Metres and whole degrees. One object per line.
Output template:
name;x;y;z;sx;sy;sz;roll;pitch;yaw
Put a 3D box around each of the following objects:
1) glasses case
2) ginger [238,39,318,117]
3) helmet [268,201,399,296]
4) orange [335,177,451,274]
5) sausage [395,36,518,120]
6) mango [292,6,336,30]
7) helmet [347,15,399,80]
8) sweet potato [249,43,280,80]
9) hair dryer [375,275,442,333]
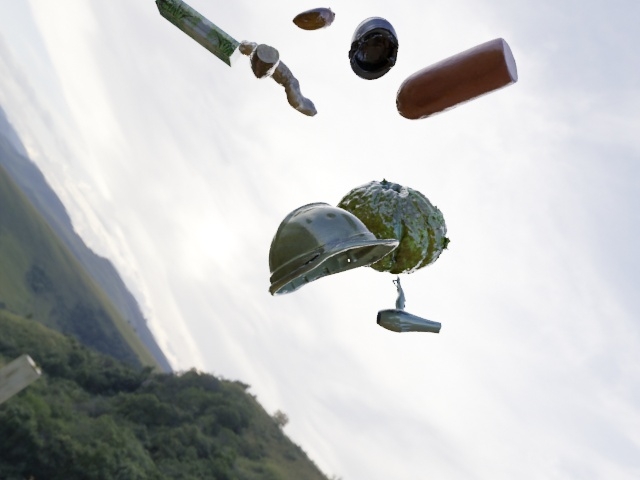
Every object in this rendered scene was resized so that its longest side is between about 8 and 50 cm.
glasses case;-0.361;-0.635;1.738;0.272;0.062;0.095;36;-6;-3
ginger;-0.102;-0.414;1.458;0.259;0.065;0.149;39;16;-29
helmet;0.002;-0.004;1.086;0.137;0.258;0.204;67;-22;12
orange;0.171;-0.037;1.451;0.301;0.300;0.223;-142;-126;-62
sausage;0.278;-0.333;1.232;0.259;0.113;0.113;-18;-70;28
mango;-0.016;-0.626;1.646;0.077;0.127;0.063;-135;-148;-59
helmet;0.103;-0.380;1.128;0.123;0.098;0.070;107;-15;-61
sweet potato;-0.102;-0.307;1.020;0.049;0.049;0.117;55;-16;-1
hair dryer;0.247;0.180;1.538;0.167;0.199;0.067;20;-51;12
